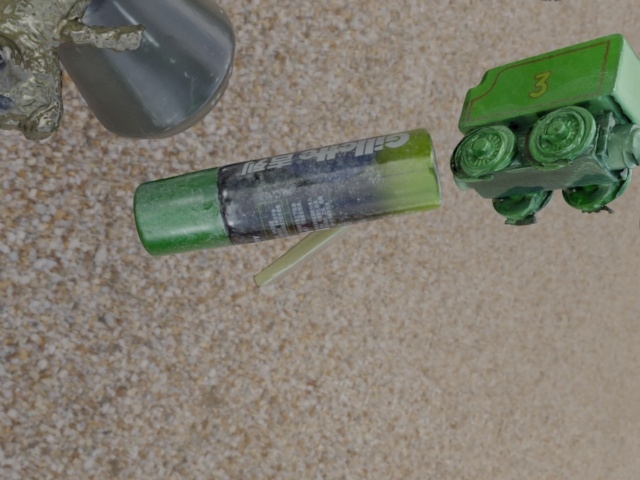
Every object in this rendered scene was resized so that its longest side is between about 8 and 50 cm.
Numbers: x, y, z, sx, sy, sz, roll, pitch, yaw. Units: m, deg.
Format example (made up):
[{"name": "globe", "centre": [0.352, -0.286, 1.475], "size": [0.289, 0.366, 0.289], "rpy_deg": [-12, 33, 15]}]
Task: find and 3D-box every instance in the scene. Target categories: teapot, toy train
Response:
[{"name": "teapot", "centre": [-0.313, -0.314, 1.079], "size": [0.344, 0.300, 0.253], "rpy_deg": [48, 32, -52]}, {"name": "toy train", "centre": [0.272, -0.130, 0.924], "size": [0.132, 0.243, 0.188], "rpy_deg": [36, 61, -36]}]

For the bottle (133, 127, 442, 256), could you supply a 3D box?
[{"name": "bottle", "centre": [-0.036, -0.050, 0.858], "size": [0.093, 0.330, 0.093], "rpy_deg": [-10, 90, -86]}]

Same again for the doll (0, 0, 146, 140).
[{"name": "doll", "centre": [-0.224, -0.224, 0.657], "size": [0.286, 0.091, 0.203], "rpy_deg": [-40, 99, -9]}]

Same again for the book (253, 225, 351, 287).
[{"name": "book", "centre": [0.000, 0.000, 1.114], "size": [0.201, 0.026, 0.289], "rpy_deg": [-36, 178, 2]}]
